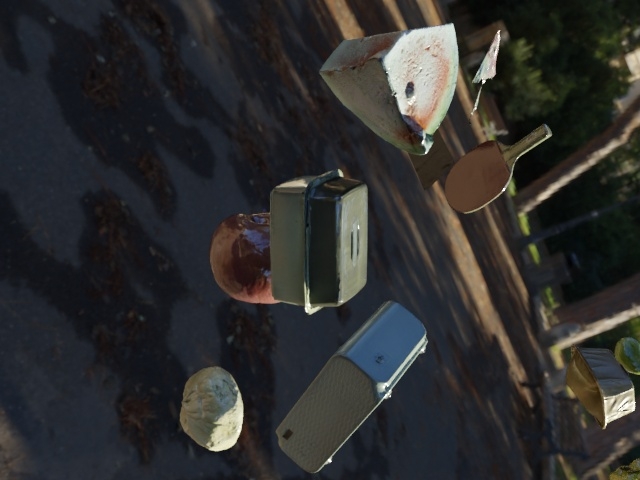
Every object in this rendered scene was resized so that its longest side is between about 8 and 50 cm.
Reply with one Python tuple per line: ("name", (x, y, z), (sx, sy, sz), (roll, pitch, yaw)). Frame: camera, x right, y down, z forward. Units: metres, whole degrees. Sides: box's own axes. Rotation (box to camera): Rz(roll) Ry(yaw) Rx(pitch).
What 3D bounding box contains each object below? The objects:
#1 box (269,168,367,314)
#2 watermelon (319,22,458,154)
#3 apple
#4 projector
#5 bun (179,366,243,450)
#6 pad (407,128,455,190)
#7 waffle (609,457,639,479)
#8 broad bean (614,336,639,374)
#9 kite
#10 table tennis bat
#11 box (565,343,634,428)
("box", (0.000, 0.000, 1.673), (0.220, 0.166, 0.291), (-31, 124, -63))
("watermelon", (0.183, -0.360, 1.652), (0.320, 0.289, 0.213), (52, 3, 15))
("apple", (-0.157, 0.042, 2.172), (0.306, 0.305, 0.235), (-52, 146, -73))
("projector", (0.055, 0.242, 1.284), (0.108, 0.250, 0.198), (39, 34, 9))
("bun", (-0.295, 0.434, 2.013), (0.134, 0.220, 0.221), (-4, 66, -32))
("pad", (0.291, -0.235, 2.094), (0.004, 0.116, 0.193), (19, 39, -37))
("waffle", (0.491, 0.326, 1.031), (0.311, 0.307, 0.060), (20, 25, -37))
("broad bean", (0.660, 0.247, 1.651), (0.083, 0.063, 0.045), (62, -6, 7))
("kite", (0.259, -0.257, 1.224), (0.139, 0.011, 0.157), (-25, 134, -61))
("table tennis bat", (0.343, -0.146, 1.519), (0.022, 0.246, 0.138), (24, 43, -38))
("box", (0.516, 0.268, 1.458), (0.111, 0.111, 0.177), (61, 8, -21))
